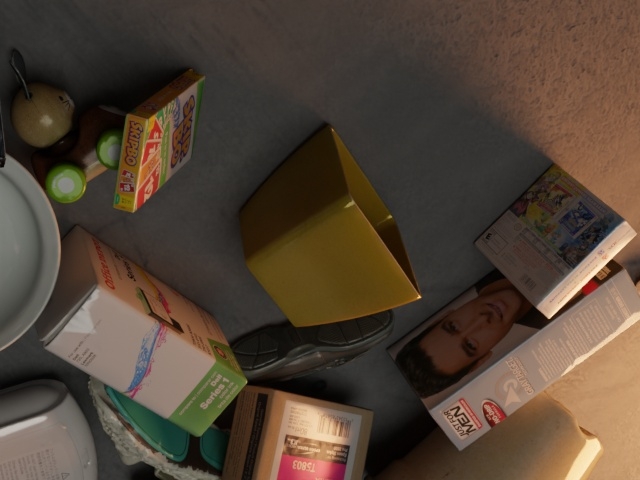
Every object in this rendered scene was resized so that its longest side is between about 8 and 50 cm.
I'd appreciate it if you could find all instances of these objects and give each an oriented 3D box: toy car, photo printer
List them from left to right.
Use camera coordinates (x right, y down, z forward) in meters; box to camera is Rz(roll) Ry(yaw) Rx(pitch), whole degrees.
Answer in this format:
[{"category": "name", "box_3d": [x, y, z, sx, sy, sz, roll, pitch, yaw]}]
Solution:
[{"category": "photo printer", "box_3d": [-0.484, 0.347, 1.731, 0.308, 0.107, 0.256, -17, 124, -20]}, {"category": "toy car", "box_3d": [-0.340, -0.165, 1.522, 0.149, 0.155, 0.188, -34, 110, -1]}]

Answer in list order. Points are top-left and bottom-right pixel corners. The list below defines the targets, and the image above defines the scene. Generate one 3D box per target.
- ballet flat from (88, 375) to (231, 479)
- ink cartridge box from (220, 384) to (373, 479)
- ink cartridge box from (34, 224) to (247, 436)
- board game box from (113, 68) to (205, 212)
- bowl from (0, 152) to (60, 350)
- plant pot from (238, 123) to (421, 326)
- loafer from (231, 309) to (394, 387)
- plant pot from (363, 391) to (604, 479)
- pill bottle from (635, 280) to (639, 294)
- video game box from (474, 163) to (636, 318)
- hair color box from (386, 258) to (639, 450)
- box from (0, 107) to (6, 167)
[{"category": "ballet flat", "box_3d": [-0.231, 0.325, 1.820, 0.147, 0.147, 0.409, -45, 123, 6]}, {"category": "ink cartridge box", "box_3d": [-0.035, 0.340, 1.849, 0.235, 0.088, 0.193, 18, 78, -43]}, {"category": "ink cartridge box", "box_3d": [-0.262, 0.127, 1.660, 0.278, 0.201, 0.117, 37, 98, -31]}, {"category": "board game box", "box_3d": [-0.203, -0.137, 1.527, 0.039, 0.259, 0.124, 14, 113, 4]}, {"category": "bowl", "box_3d": [-0.494, 0.008, 1.528, 0.298, 0.134, 0.297, -1, 94, -17]}, {"category": "plant pot", "box_3d": [0.000, 0.000, 1.703, 0.187, 0.212, 0.212, -30, 123, 11]}, {"category": "loafer", "box_3d": [-0.011, 0.166, 1.854, 0.268, 0.096, 0.084, -16, 140, -4]}, {"category": "plant pot", "box_3d": [0.297, 0.394, 1.963, 0.305, 0.334, 0.334, -49, 122, -4]}, {"category": "pill bottle", "box_3d": [0.627, 0.090, 2.046, 0.137, 0.078, 0.078, -13, 120, -13]}, {"category": "video game box", "box_3d": [0.360, -0.003, 1.826, 0.187, 0.205, 0.048, -47, 126, 7]}, {"category": "hair color box", "box_3d": [0.313, 0.148, 1.895, 0.374, 0.185, 0.113, -37, 123, 0]}, {"category": "box", "box_3d": [-0.485, -0.193, 1.436, 0.175, 0.051, 0.220, -7, 84, -17]}]
